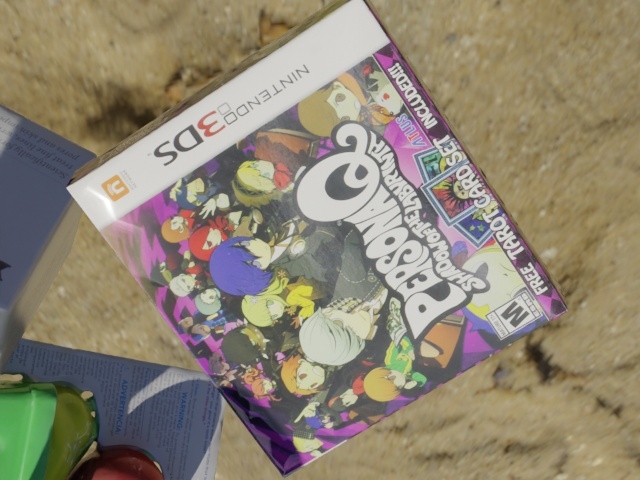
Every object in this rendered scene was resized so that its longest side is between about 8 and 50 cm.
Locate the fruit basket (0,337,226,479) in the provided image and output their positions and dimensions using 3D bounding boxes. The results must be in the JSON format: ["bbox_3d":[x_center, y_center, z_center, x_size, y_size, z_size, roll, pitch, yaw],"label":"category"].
[{"bbox_3d":[-0.260,0.267,1.456,0.353,0.165,0.327,16,77,-42],"label":"fruit basket"}]

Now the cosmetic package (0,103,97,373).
[{"bbox_3d":[-0.282,-0.004,1.151,0.151,0.183,0.151,28,60,-4],"label":"cosmetic package"}]

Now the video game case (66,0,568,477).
[{"bbox_3d":[0.000,0.000,0.889,0.210,0.042,0.232,-31,105,12],"label":"video game case"}]
